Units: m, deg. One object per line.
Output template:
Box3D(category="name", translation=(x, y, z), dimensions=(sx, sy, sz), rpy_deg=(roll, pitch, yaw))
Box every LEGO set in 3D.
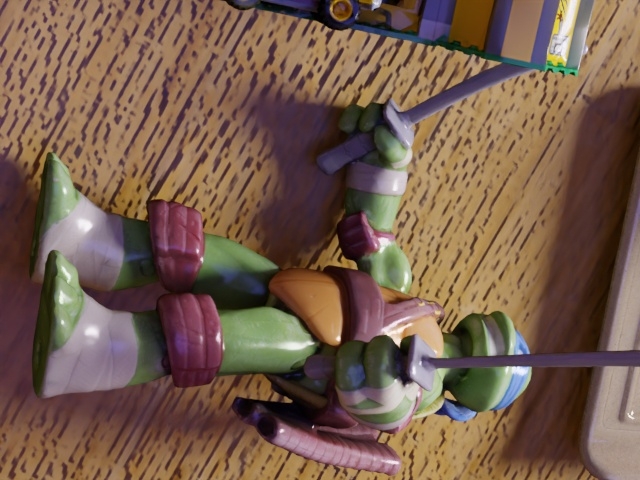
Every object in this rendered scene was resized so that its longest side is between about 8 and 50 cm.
Box3D(category="LEGO set", translation=(0.011, -0.196, 0.787), dimensions=(0.255, 0.331, 0.192), rpy_deg=(12, 99, 0))

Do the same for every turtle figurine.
Box3D(category="turtle figurine", translation=(0.000, 0.000, 0.886), dimensions=(0.266, 0.274, 0.197), rpy_deg=(6, 69, -15))

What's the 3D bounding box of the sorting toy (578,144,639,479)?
Box3D(category="sorting toy", translation=(0.306, 0.038, 1.078), dimensions=(0.307, 0.041, 0.229), rpy_deg=(6, 98, -19))
